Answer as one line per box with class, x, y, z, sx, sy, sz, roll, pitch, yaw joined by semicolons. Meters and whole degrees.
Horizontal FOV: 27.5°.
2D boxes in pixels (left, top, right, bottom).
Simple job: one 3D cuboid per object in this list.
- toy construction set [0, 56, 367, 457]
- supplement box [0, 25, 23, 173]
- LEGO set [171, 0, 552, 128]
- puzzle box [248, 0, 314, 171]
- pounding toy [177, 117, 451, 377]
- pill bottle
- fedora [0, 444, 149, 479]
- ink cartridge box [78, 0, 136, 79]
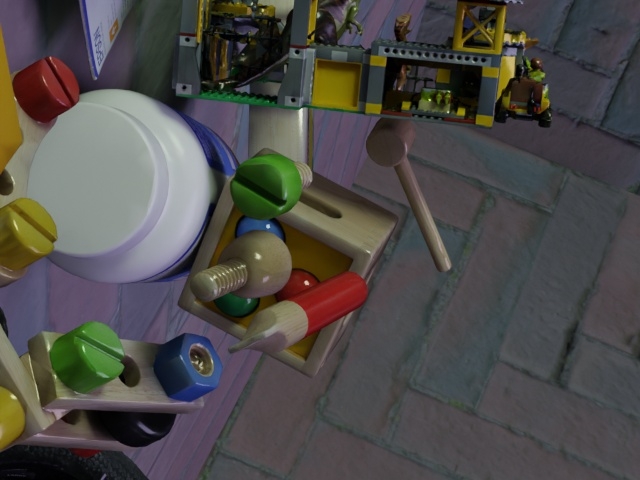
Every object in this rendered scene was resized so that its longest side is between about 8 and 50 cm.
toy construction set;-0.159;0.031;0.710;0.237;0.309;0.257;-24;112;-66
supplement box;-0.223;-0.028;0.377;0.129;0.191;0.194;101;14;-60
LEGO set;0.031;-0.205;1.029;0.255;0.331;0.192;-34;131;-71
puzzle box;-0.035;-0.184;1.304;0.272;0.052;0.408;84;6;-78
pounding toy;0.010;0.000;1.025;0.206;0.181;0.094;-66;172;28
pill bottle;-0.155;-0.041;1.056;0.272;0.152;0.152;14;99;-83
fedora;-0.272;0.286;1.004;0.152;0.334;0.334;8;-107;65
ink cartridge box;-0.136;-0.261;0.922;0.223;0.045;0.224;100;15;-64
